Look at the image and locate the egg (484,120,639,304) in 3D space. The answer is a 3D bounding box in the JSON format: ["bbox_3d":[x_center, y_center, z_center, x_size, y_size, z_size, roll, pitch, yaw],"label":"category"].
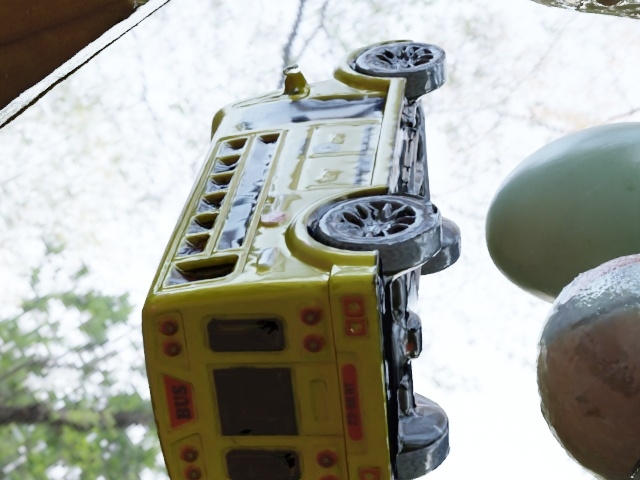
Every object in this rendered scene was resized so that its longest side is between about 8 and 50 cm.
[{"bbox_3d":[0.322,-0.027,1.638,0.282,0.203,0.203,-13,-70,6],"label":"egg"}]

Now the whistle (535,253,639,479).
[{"bbox_3d":[0.264,0.051,0.997,0.189,0.189,0.348,47,-45,11],"label":"whistle"}]

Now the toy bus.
[{"bbox_3d":[0.000,0.000,0.825,0.151,0.331,0.145,-3,-64,8],"label":"toy bus"}]

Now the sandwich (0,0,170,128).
[{"bbox_3d":[-0.173,-0.099,0.918,0.187,0.117,0.144,3,-71,12],"label":"sandwich"}]

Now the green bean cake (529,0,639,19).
[{"bbox_3d":[0.107,-0.127,0.402,0.109,0.085,0.179,8,-14,3],"label":"green bean cake"}]
